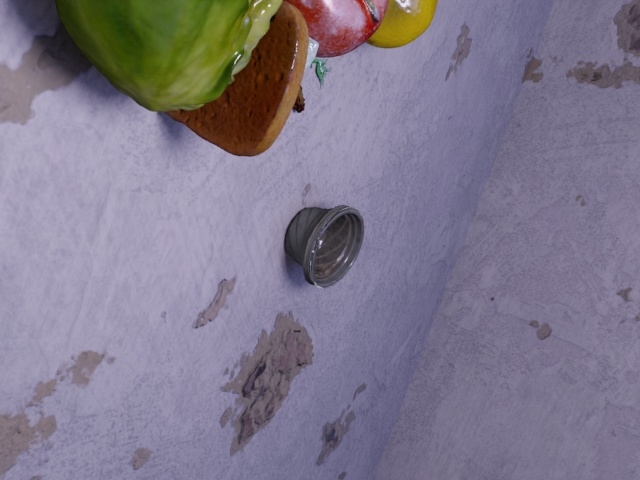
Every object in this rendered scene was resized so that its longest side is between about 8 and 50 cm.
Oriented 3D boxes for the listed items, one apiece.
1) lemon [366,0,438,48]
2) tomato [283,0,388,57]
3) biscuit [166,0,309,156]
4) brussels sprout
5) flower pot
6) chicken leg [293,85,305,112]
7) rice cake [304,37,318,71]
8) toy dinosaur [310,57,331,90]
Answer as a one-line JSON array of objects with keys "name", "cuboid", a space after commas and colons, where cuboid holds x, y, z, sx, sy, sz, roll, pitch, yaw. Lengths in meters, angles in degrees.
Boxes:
[{"name": "lemon", "cuboid": [0.154, -0.556, 1.372, 0.253, 0.228, 0.229, -55, 152, -55]}, {"name": "tomato", "cuboid": [-0.001, -0.494, 1.180, 0.270, 0.227, 0.271, -6, 98, -48]}, {"name": "biscuit", "cuboid": [-0.148, -0.291, 1.020, 0.052, 0.277, 0.262, -12, 127, -56]}, {"name": "brussels sprout", "cuboid": [-0.233, -0.375, 0.853, 0.314, 0.276, 0.371, -20, 143, -47]}, {"name": "flower pot", "cuboid": [0.000, 0.000, 1.586, 0.235, 0.140, 0.236, -32, 134, -41]}, {"name": "chicken leg", "cuboid": [-0.061, -0.349, 1.366, 0.145, 0.037, 0.062, 61, 37, -54]}, {"name": "rice cake", "cuboid": [-0.093, -0.363, 1.086, 0.051, 0.290, 0.081, 4, 116, -35]}, {"name": "toy dinosaur", "cuboid": [-0.002, -0.403, 1.435, 0.062, 0.021, 0.084, -3, 108, -49]}]
